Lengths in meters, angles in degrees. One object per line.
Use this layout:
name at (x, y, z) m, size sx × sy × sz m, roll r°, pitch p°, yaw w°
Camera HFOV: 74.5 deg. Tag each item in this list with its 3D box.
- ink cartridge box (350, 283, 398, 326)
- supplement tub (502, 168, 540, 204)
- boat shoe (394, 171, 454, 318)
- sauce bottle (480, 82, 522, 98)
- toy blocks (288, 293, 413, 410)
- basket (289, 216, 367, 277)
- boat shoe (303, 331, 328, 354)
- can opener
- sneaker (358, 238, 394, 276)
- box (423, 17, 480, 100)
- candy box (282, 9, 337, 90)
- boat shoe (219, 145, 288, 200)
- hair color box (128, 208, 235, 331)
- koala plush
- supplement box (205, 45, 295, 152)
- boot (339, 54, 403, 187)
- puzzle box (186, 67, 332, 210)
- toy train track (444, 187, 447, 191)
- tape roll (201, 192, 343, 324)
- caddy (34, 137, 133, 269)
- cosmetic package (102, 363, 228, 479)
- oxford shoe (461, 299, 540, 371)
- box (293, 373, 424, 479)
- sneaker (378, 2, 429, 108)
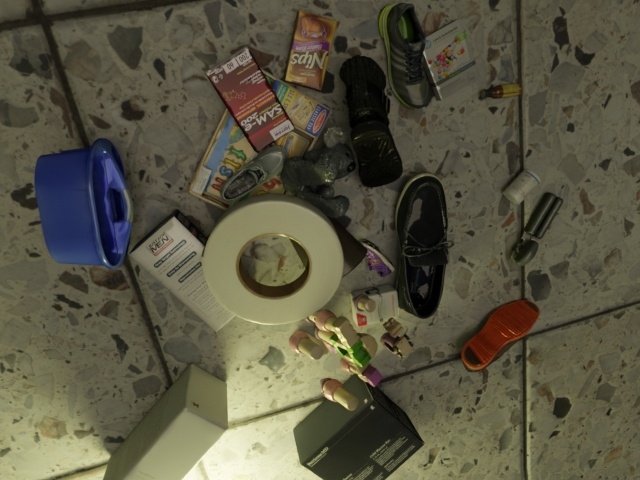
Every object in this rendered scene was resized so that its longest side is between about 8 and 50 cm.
ink cartridge box at (0.187, 0.223, 1.456) m, size 0.151 × 0.063 × 0.109 m, roll -11°, pitch 110°, yaw -9°
supplement tub at (0.687, -0.184, 1.438) m, size 0.071 × 0.071 × 0.107 m, roll 40°, pitch 96°, yaw -21°
boat shoe at (0.341, 0.028, 1.382) m, size 0.187 × 0.156 × 0.499 m, roll -1°, pitch 107°, yaw -11°
sauce bottle at (0.573, -0.473, 1.336) m, size 0.128 × 0.042 × 0.042 m, roll -8°, pitch 109°, yaw -11°
toy blocks at (0.068, 0.321, 1.367) m, size 0.309 × 0.260 × 0.288 m, roll -39°, pitch 112°, yaw -21°
basket at (0.000, 0.000, 1.301) m, size 0.204 × 0.154 × 0.227 m, roll -35°, pitch 108°, yaw 6°
boat shoe at (-0.032, 0.359, 1.462) m, size 0.137 × 0.049 × 0.043 m, roll 35°, pitch 139°, yaw -23°
can opener at (0.778, -0.033, 1.501) m, size 0.074 × 0.093 × 0.280 m, roll 24°, pitch 96°, yaw -18°
sneaker at (0.179, 0.064, 1.404) m, size 0.071 × 0.068 × 0.170 m, roll -41°, pitch 112°, yaw 8°
box at (0.386, -0.544, 1.274) m, size 0.145 × 0.038 × 0.186 m, roll -30°, pitch 110°, yaw -3°
candy box at (-0.031, -0.527, 1.176) m, size 0.109 × 0.053 × 0.186 m, roll 9°, pitch 106°, yaw -16°
boat shoe at (-0.182, -0.181, 1.178) m, size 0.228 × 0.081 × 0.079 m, roll -36°, pitch 112°, yaw 0°
hair color box at (-0.371, 0.093, 1.265) m, size 0.174 × 0.105 × 0.347 m, roll -40°, pitch 112°, yaw 1°
koala plush at (0.018, -0.211, 1.207) m, size 0.221 × 0.203 × 0.196 m, roll -51°, pitch 142°, yaw -32°
supplement box at (-0.185, -0.371, 1.124) m, size 0.130 × 0.073 × 0.239 m, roll -34°, pitch 111°, yaw -1°
boot at (0.152, -0.333, 1.230) m, size 0.131 × 0.348 × 0.260 m, roll -11°, pitch 67°, yaw 8°
puzzle box at (-0.178, -0.261, 1.227) m, size 0.272 × 0.052 × 0.408 m, roll 25°, pitch 100°, yaw -19°
toy train track at (0.387, -0.157, 1.408) m, size 0.083 × 0.014 × 0.048 m, roll -19°, pitch 110°, yaw -6°
tape roll at (-0.131, 0.059, 1.182) m, size 0.392 × 0.072 × 0.391 m, roll -2°, pitch 115°, yaw -5°
caddy at (-0.579, -0.090, 1.090) m, size 0.179 × 0.241 × 0.341 m, roll -2°, pitch 108°, yaw -8°
cosmetic package at (-0.499, 0.652, 1.348) m, size 0.161 × 0.230 × 0.453 m, roll 38°, pitch 96°, yaw -21°
oxford shoe at (0.679, 0.363, 1.604) m, size 0.364 × 0.130 × 0.132 m, roll -35°, pitch 144°, yaw -7°
box at (0.135, 0.717, 1.539) m, size 0.343 × 0.179 × 0.312 m, roll -43°, pitch 112°, yaw 2°
sneaker at (0.250, -0.524, 1.203) m, size 0.111 × 0.121 × 0.299 m, roll -25°, pitch 111°, yaw -4°
